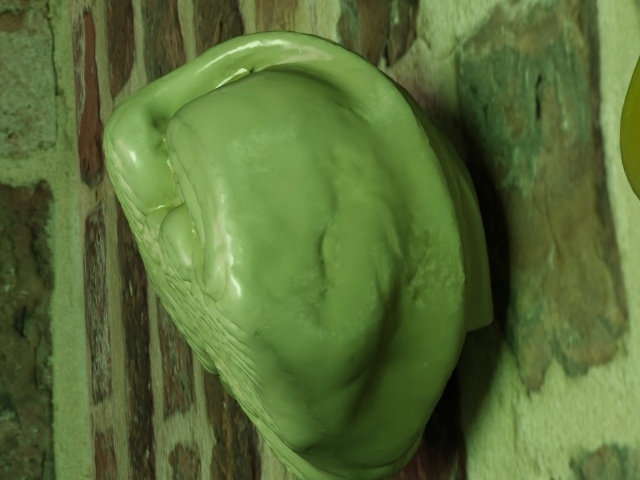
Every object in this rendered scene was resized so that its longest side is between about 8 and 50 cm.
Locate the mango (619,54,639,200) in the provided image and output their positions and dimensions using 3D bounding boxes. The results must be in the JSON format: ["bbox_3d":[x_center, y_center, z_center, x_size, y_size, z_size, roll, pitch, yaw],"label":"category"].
[{"bbox_3d":[0.235,-0.095,0.729,0.130,0.091,0.195,55,130,55],"label":"mango"}]

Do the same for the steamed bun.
[{"bbox_3d":[0.000,0.000,1.055,0.342,0.255,0.368,51,168,29],"label":"steamed bun"}]
